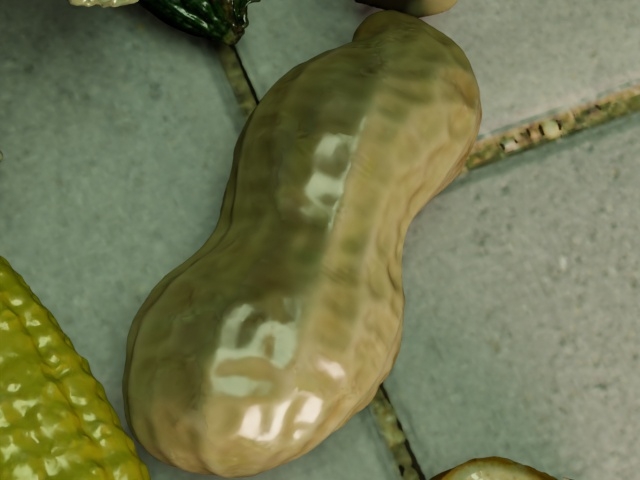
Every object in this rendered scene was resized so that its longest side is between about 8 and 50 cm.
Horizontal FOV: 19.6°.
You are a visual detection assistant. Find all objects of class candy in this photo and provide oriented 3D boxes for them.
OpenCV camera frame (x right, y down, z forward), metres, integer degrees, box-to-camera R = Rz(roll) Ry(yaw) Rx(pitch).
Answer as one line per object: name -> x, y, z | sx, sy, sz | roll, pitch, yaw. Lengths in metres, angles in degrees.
candy -> -0.167, 0.079, 0.960 | 0.106, 0.094, 0.199 | -23, 72, -18

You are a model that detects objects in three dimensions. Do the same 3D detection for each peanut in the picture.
peanut -> 0.000, 0.000, 1.009 | 0.136, 0.120, 0.298 | 39, 65, -28

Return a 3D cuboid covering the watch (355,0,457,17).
watch -> 0.007, -0.351, 1.055 | 0.327, 0.314, 0.335 | 29, 80, 10

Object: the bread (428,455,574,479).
bread -> 0.113, 0.187, 1.001 | 0.149, 0.073, 0.122 | 24, 72, -5

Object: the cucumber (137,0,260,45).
cucumber -> -0.138, -0.211, 1.066 | 0.265, 0.077, 0.077 | 39, 69, -2

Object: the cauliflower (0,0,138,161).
cauliflower -> -0.206, -0.166, 0.936 | 0.260, 0.327, 0.281 | -35, 120, -19
